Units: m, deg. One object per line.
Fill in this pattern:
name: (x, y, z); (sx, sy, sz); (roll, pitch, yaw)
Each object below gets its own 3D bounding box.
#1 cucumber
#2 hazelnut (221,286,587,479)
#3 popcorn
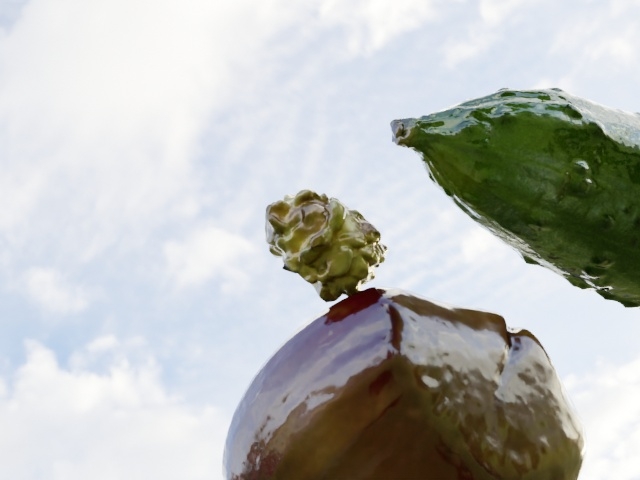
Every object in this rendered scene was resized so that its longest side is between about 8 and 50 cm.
cucumber: (0.156, -0.042, 0.642); (0.245, 0.134, 0.134); (15, -51, -25)
hazelnut: (0.048, 0.134, 0.594); (0.212, 0.181, 0.181); (37, -41, -15)
popcorn: (0.000, 0.000, 0.588); (0.083, 0.082, 0.057); (36, -89, -27)
